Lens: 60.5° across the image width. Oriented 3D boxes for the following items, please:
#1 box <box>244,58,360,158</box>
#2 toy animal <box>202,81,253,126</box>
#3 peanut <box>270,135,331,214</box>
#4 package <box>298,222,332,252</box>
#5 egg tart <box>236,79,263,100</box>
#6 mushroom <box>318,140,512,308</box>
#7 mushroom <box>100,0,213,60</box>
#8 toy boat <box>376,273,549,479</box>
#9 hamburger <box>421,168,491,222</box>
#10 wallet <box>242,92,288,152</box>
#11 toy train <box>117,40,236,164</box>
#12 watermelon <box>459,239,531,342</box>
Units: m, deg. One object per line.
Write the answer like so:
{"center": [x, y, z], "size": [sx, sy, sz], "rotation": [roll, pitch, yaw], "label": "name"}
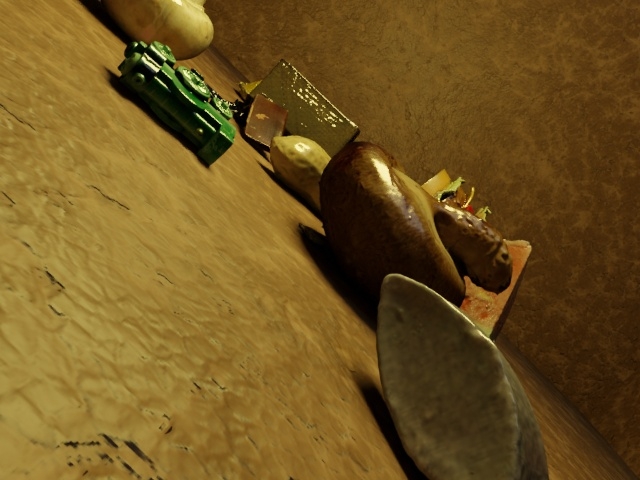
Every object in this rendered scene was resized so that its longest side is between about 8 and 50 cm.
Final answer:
{"center": [-0.057, -0.303, 1.426], "size": [0.273, 0.143, 0.184], "rotation": [43, -12, -6], "label": "box"}
{"center": [-0.193, -0.312, 1.326], "size": [0.108, 0.062, 0.220], "rotation": [24, -8, 46], "label": "toy animal"}
{"center": [-0.004, -0.126, 1.132], "size": [0.256, 0.123, 0.124], "rotation": [34, 14, -41], "label": "peanut"}
{"center": [0.000, 0.000, 0.895], "size": [0.110, 0.015, 0.037], "rotation": [31, 24, -57], "label": "package"}
{"center": [-0.159, -0.475, 1.959], "size": [0.315, 0.120, 0.315], "rotation": [43, 10, -10], "label": "egg tart"}
{"center": [0.120, -0.012, 0.897], "size": [0.345, 0.239, 0.345], "rotation": [46, -11, 12], "label": "mushroom"}
{"center": [-0.311, -0.455, 1.030], "size": [0.255, 0.184, 0.255], "rotation": [55, 12, -18], "label": "mushroom"}
{"center": [0.159, 0.187, 0.523], "size": [0.293, 0.111, 0.276], "rotation": [51, 12, -28], "label": "toy boat"}
{"center": [0.243, -0.004, 1.201], "size": [0.212, 0.274, 0.274], "rotation": [52, 10, 2], "label": "hamburger"}
{"center": [-0.123, -0.265, 1.244], "size": [0.095, 0.026, 0.176], "rotation": [25, 43, -20], "label": "wallet"}
{"center": [-0.189, -0.186, 0.729], "size": [0.178, 0.071, 0.105], "rotation": [42, 20, -26], "label": "toy train"}
{"center": [0.372, 0.111, 1.392], "size": [0.250, 0.293, 0.283], "rotation": [-10, 50, -42], "label": "watermelon"}
